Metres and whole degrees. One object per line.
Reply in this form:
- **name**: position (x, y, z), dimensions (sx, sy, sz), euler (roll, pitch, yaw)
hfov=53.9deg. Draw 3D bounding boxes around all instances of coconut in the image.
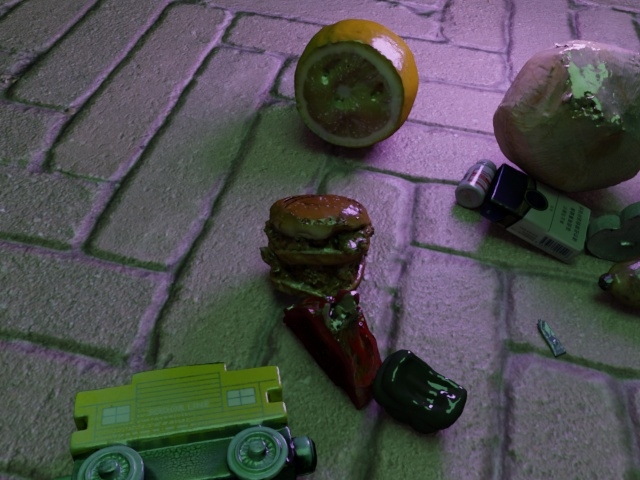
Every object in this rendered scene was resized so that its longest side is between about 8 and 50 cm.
- **coconut**: position (0.656, -0.310, 1.590), dimensions (0.404, 0.405, 0.405), euler (2, 47, -3)

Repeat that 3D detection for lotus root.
- **lotus root**: position (0.743, 0.095, 1.452), dimensions (0.213, 0.138, 0.138), euler (1, 47, 0)

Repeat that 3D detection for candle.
- **candle**: position (0.762, -0.007, 1.540), dimensions (0.168, 0.192, 0.068), euler (44, 42, -24)

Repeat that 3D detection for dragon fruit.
- **dragon fruit**: position (0.049, 0.180, 1.269), dimensions (0.134, 0.212, 0.262), euler (-32, 63, -21)

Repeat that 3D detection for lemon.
- **lemon**: position (0.109, -0.454, 1.769), dimensions (0.364, 0.364, 0.364), euler (2, 47, -3)

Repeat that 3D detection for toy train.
- **toy train**: position (-0.236, 0.356, 1.106), dimensions (0.441, 0.179, 0.272), euler (-6, 40, -10)

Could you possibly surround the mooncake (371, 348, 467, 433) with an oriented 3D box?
- **mooncake**: position (0.188, 0.289, 1.200), dimensions (0.175, 0.168, 0.104), euler (13, 47, 28)

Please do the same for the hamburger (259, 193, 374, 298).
- **hamburger**: position (0.006, 0.006, 1.394), dimensions (0.245, 0.211, 0.260), euler (-16, 26, -28)

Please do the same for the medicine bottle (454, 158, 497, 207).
- **medicine bottle**: position (0.420, -0.155, 1.684), dimensions (0.079, 0.079, 0.140), euler (25, 50, 18)

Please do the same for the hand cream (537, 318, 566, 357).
- **hand cream**: position (0.508, 0.214, 1.395), dimensions (0.030, 0.019, 0.093), euler (-14, 52, -15)

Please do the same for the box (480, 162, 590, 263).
- **box**: position (0.541, -0.072, 1.587), dimensions (0.259, 0.071, 0.168), euler (30, 51, 1)
